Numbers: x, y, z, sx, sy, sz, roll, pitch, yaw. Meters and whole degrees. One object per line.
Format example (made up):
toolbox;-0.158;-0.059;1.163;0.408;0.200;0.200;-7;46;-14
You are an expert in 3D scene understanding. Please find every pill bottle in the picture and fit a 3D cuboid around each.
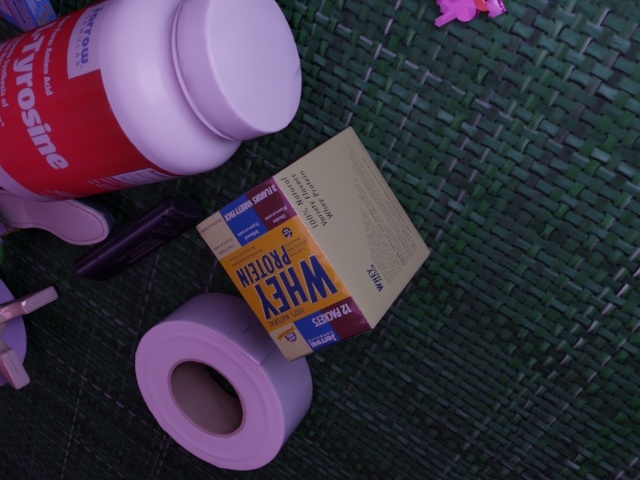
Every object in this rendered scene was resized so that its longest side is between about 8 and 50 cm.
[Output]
pill bottle;-0.239;-0.183;0.844;0.408;0.229;0.229;-7;110;31

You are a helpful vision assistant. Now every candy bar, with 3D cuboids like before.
candy bar;-0.620;-0.018;1.268;0.162;0.018;0.040;-15;105;33

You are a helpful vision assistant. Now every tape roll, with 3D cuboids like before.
tape roll;-0.158;0.229;1.087;0.286;0.100;0.286;13;119;24

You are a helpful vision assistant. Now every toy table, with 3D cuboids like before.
toy table;-0.631;0.151;1.236;0.161;0.252;0.274;-8;120;48

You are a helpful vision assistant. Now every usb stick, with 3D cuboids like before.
usb stick;-0.296;0.001;1.068;0.278;0.077;0.045;-27;61;36

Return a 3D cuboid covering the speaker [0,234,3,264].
speaker;-0.634;-0.083;1.127;0.131;0.131;0.296;-35;74;37

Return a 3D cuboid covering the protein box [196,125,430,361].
protein box;0.000;0.000;0.820;0.136;0.201;0.199;-28;98;36

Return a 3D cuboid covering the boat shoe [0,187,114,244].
boat shoe;-0.432;-0.052;1.110;0.255;0.079;0.095;6;118;29

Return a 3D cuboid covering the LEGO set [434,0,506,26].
LEGO set;0.091;-0.313;0.685;0.093;0.087;0.227;-21;101;35

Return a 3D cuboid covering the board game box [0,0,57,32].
board game box;-0.467;-0.366;0.915;0.212;0.039;0.160;32;168;-4
